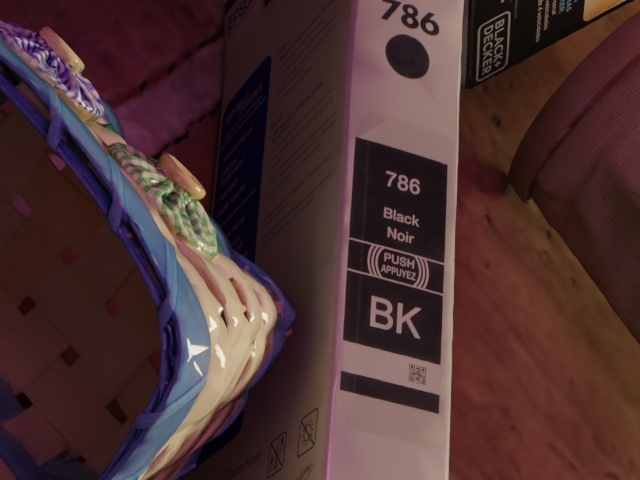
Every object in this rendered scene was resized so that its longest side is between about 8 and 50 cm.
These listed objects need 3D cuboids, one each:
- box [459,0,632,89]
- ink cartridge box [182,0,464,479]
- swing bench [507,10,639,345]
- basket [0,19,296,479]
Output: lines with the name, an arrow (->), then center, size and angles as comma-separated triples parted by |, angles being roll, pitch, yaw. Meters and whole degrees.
box -> 0.137, -0.211, 0.957 | 0.290, 0.087, 0.169 | -28, 54, -21
ink cartridge box -> 0.000, 0.000, 0.857 | 0.065, 0.165, 0.333 | 14, 62, -21
swing bench -> 0.278, -0.015, 0.971 | 0.254, 0.165, 0.253 | -18, 61, -32
basket -> -0.162, 0.019, 0.693 | 0.255, 0.201, 0.289 | 45, 24, 15
